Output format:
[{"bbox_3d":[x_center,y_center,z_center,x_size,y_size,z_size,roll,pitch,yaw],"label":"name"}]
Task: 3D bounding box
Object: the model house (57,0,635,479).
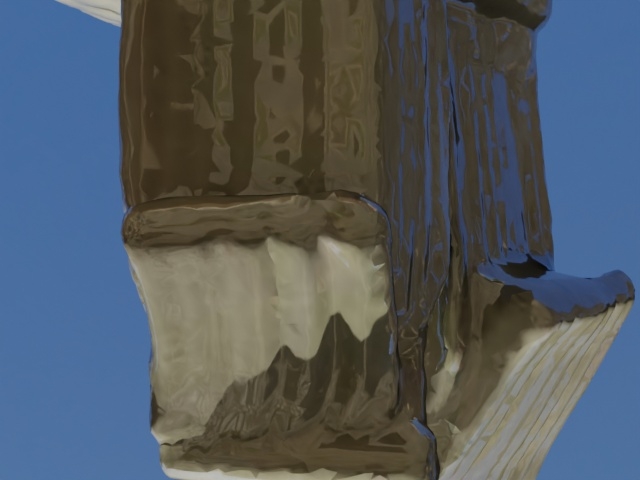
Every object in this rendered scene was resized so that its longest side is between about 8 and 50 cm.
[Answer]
[{"bbox_3d":[0.006,-0.007,0.447,0.122,0.229,0.188,-15,-101,21],"label":"model house"}]
